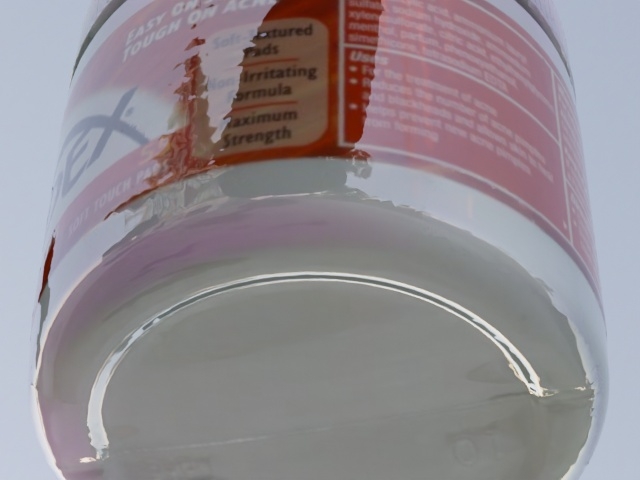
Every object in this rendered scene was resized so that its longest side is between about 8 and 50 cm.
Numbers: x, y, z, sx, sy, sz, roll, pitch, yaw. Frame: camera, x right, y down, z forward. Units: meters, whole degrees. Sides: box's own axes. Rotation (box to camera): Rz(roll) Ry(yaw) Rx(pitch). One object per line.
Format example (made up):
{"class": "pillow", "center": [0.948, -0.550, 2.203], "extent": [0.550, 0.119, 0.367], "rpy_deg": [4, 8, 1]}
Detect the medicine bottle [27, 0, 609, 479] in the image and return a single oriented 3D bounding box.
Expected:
{"class": "medicine bottle", "center": [0.000, 0.000, 0.911], "extent": [0.253, 0.240, 0.252], "rpy_deg": [1, -46, 1]}
